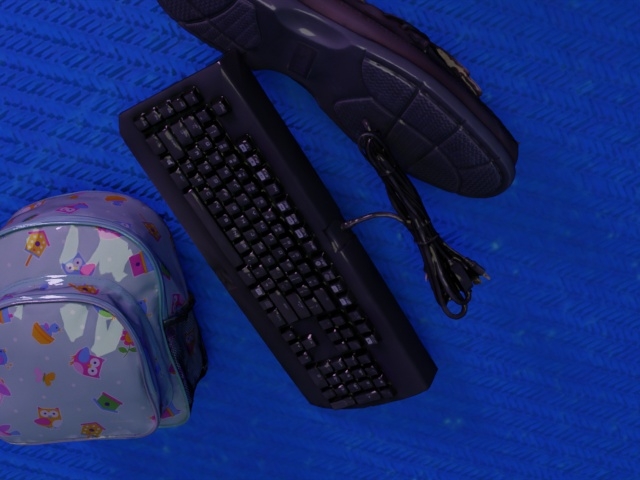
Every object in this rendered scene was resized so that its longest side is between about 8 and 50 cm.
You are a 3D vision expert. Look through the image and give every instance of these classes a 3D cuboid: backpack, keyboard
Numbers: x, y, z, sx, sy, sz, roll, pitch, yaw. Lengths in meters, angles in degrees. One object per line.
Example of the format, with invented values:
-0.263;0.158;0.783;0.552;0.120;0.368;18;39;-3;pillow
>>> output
-0.185;0.061;0.691;0.166;0.144;0.188;-5;104;8;backpack
0.000;0.000;0.685;0.202;0.033;0.317;-23;113;25;keyboard

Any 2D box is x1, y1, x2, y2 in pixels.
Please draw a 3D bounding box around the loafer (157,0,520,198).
0.027;-0.145;0.651;0.303;0.109;0.095;31;64;-9;loafer
